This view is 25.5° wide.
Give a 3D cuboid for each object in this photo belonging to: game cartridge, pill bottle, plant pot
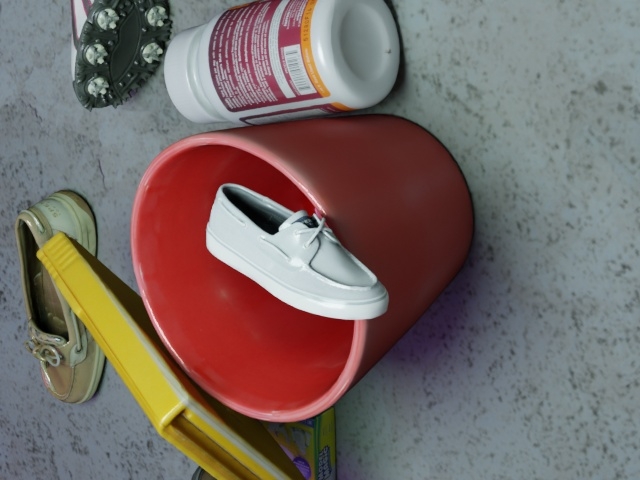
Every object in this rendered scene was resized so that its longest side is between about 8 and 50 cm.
[{"bbox_3d":[-0.147,0.147,1.467,0.324,0.053,0.285,43,176,45],"label":"game cartridge"},{"bbox_3d":[-0.042,-0.176,1.382,0.221,0.121,0.121,-4,105,40],"label":"pill bottle"},{"bbox_3d":[0.000,0.000,1.337,0.275,0.243,0.275,17,118,35],"label":"plant pot"}]

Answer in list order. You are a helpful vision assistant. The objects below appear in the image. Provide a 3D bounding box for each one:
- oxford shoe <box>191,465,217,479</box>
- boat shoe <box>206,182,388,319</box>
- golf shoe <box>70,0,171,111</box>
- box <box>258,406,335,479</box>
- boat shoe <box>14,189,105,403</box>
[{"bbox_3d":[-0.081,0.363,1.677,0.096,0.083,0.227,-23,94,26],"label":"oxford shoe"},{"bbox_3d":[-0.019,0.005,1.153,0.184,0.066,0.063,31,126,38],"label":"boat shoe"},{"bbox_3d":[-0.226,-0.277,1.526,0.120,0.105,0.273,37,123,42],"label":"golf shoe"},{"bbox_3d":[-0.034,0.261,1.609,0.105,0.043,0.179,14,118,36],"label":"box"},{"bbox_3d":[-0.332,0.080,1.750,0.104,0.089,0.285,15,117,35],"label":"boat shoe"}]
